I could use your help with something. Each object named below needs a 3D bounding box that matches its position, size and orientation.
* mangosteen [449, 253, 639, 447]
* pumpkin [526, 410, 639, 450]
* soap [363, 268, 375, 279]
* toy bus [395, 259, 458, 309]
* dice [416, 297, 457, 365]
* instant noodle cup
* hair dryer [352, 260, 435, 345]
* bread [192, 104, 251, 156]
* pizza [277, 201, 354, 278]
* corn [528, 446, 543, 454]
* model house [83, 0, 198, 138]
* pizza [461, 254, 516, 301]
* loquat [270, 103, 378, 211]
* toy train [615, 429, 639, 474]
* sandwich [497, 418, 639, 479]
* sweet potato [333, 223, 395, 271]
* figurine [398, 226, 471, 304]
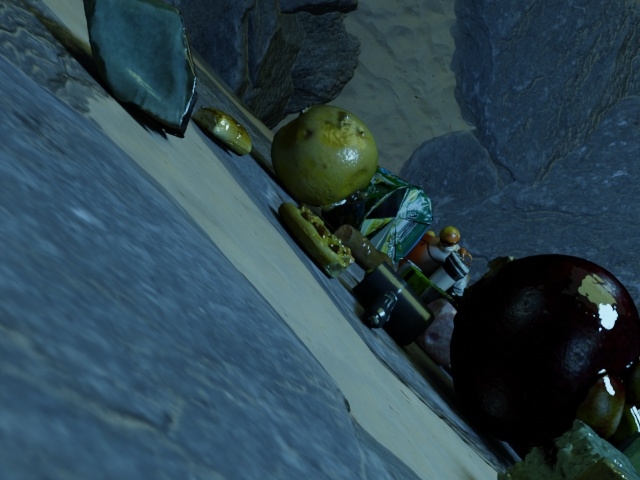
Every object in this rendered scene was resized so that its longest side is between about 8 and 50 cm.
[{"bbox_3d":[0.364,0.186,1.178,0.347,0.307,0.307,37,0,26],"label":"mangosteen"},{"bbox_3d":[0.516,0.309,1.450,0.332,0.199,0.332,41,-24,23],"label":"pumpkin"},{"bbox_3d":[0.128,0.106,1.414,0.140,0.045,0.089,41,4,-34],"label":"soap"},{"bbox_3d":[0.239,0.144,1.710,0.139,0.113,0.301,45,4,36],"label":"toy bus"},{"bbox_3d":[0.226,0.169,1.447,0.091,0.094,0.093,44,4,-9],"label":"dice"},{"bbox_3d":[0.123,-0.074,1.862,0.178,0.240,0.240,44,2,40],"label":"instant noodle cup"},{"bbox_3d":[0.099,0.102,1.135,0.124,0.071,0.219,47,12,6],"label":"hair dryer"},{"bbox_3d":[-0.158,-0.184,1.307,0.072,0.053,0.106,45,9,35],"label":"bread"},{"bbox_3d":[0.000,0.000,1.187,0.175,0.046,0.134,49,6,32],"label":"pizza"},{"bbox_3d":[0.480,0.431,1.299,0.347,0.130,0.130,44,3,30],"label":"corn"},{"bbox_3d":[-0.197,-0.193,0.899,0.152,0.106,0.166,161,-79,-83],"label":"model house"},{"bbox_3d":[0.327,0.130,1.515,0.073,0.288,0.251,13,20,-5],"label":"pizza"},{"bbox_3d":[0.013,-0.173,1.692,0.244,0.244,0.244,46,5,-5],"label":"loquat"},{"bbox_3d":[0.444,0.388,0.981,0.159,0.188,0.272,43,4,-44],"label":"toy train"},{"bbox_3d":[0.298,0.312,0.704,0.325,0.131,0.262,49,7,36],"label":"sandwich"},{"bbox_3d":[0.121,0.046,1.763,0.281,0.059,0.067,38,18,-51],"label":"sweet potato"},{"bbox_3d":[0.321,0.104,2.189,0.323,0.195,0.320,-98,-172,-68],"label":"figurine"}]
